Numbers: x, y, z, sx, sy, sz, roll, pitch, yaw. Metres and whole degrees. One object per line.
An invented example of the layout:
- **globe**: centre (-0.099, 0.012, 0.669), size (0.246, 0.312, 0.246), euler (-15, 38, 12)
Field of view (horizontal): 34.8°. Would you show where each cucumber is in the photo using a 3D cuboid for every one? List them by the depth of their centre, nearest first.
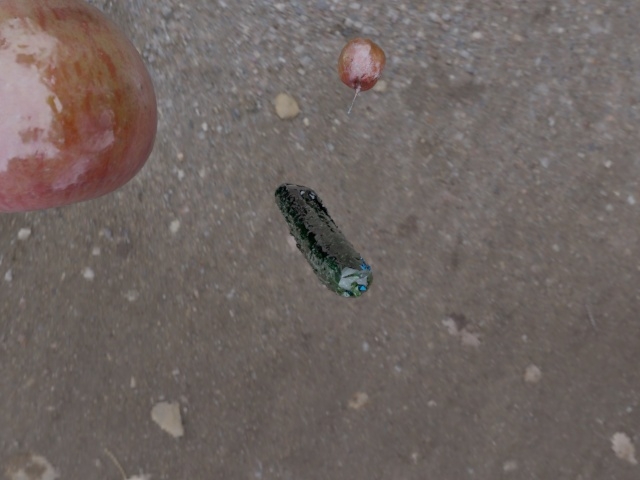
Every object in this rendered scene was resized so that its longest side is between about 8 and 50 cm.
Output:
- **cucumber**: centre (-0.001, -0.001, 0.917), size (0.043, 0.256, 0.044), euler (15, 105, -18)

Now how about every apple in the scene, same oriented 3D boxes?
- **apple**: centre (-0.379, -0.182, 1.280), size (0.345, 0.345, 0.269), euler (-7, 106, -10)

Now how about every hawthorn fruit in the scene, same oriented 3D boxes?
- **hawthorn fruit**: centre (0.054, -0.224, 1.395), size (0.067, 0.067, 0.103), euler (8, 82, -15)
